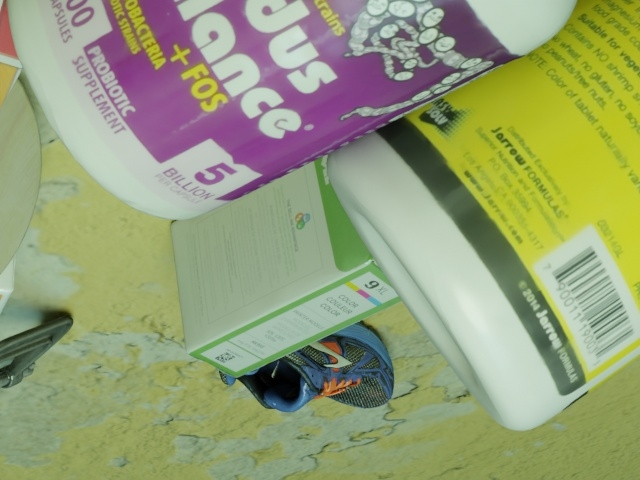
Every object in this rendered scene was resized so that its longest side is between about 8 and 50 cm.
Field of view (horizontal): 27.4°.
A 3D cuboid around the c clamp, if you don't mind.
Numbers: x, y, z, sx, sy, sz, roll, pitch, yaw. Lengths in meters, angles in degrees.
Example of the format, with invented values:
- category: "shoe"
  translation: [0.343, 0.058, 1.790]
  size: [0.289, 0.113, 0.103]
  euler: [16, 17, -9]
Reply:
- category: "c clamp"
  translation: [-0.250, 0.105, 0.996]
  size: [0.137, 0.022, 0.160]
  euler: [-37, 174, 15]

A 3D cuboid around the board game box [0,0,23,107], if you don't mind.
- category: "board game box"
  translation: [-0.255, -0.123, 0.632]
  size: [0.039, 0.124, 0.259]
  euler: [19, 168, 43]

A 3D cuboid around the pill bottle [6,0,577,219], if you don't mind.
- category: "pill bottle"
  translation: [0.015, -0.140, 0.623]
  size: [0.301, 0.169, 0.169]
  euler: [-26, 144, 23]

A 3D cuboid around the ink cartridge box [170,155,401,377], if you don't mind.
- category: "ink cartridge box"
  translation: [0.000, 0.000, 0.888]
  size: [0.209, 0.109, 0.062]
  euler: [-28, 144, 24]

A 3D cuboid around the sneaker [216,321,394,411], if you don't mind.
- category: "sneaker"
  translation: [-0.019, 0.104, 1.062]
  size: [0.083, 0.087, 0.221]
  euler: [-32, 141, 31]

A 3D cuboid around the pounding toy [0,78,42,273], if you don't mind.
- category: "pounding toy"
  translation: [-0.285, -0.034, 0.747]
  size: [0.237, 0.110, 0.183]
  euler: [-29, 126, -40]

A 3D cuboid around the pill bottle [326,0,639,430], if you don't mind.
- category: "pill bottle"
  translation: [0.186, -0.063, 0.710]
  size: [0.334, 0.188, 0.188]
  euler: [-34, 146, -3]

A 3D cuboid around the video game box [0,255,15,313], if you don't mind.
- category: "video game box"
  translation: [-0.324, 0.041, 0.893]
  size: [0.205, 0.048, 0.187]
  euler: [5, 154, -22]
